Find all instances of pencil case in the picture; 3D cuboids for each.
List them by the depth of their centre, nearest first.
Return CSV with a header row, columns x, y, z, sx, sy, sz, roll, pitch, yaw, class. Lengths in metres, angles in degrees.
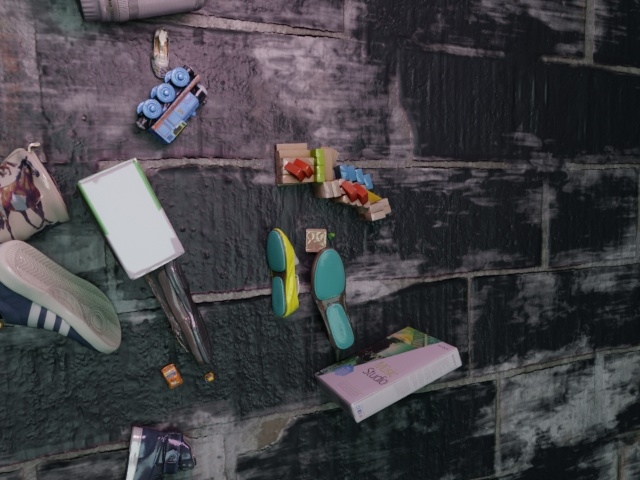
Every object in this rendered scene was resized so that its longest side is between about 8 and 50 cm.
x,y,z,sx,sy,sz,roll,pitch,yaw,class
-0.701,-0.033,0.993,0.410,0.160,0.184,-31,121,-17,pencil case

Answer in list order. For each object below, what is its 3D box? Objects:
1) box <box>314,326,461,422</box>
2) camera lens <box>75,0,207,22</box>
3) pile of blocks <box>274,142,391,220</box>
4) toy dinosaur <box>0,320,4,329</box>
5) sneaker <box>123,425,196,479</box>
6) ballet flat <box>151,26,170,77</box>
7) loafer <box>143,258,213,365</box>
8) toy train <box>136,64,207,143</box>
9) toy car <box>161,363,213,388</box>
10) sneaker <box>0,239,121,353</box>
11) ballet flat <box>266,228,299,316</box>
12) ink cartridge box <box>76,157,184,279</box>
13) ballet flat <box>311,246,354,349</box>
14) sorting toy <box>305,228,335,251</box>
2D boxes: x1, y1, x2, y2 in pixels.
x,y,z,sx,sy,sz,roll,pitch,yaw,class
0.172,0.339,1.355,0.322,0.232,0.059,-21,103,-21,box
-0.375,-0.575,1.053,0.274,0.219,0.219,-19,101,-21,camera lens
0.052,-0.159,1.327,0.362,0.112,0.149,21,86,-23,pile of blocks
-0.677,0.141,1.070,0.211,0.064,0.112,8,90,-24,toy dinosaur
-0.382,0.561,1.217,0.163,0.086,0.226,11,89,-21,sneaker
-0.363,-0.430,1.169,0.041,0.041,0.114,1,94,-23,ballet flat
-0.334,0.177,1.216,0.084,0.096,0.268,-19,95,0,loafer
-0.335,-0.311,1.173,0.105,0.080,0.184,43,75,-29,toy train
-0.320,0.325,1.249,0.122,0.040,0.060,-9,98,-22,toy car
-0.570,0.140,1.068,0.148,0.131,0.350,-24,132,9,sneaker
-0.089,0.080,1.317,0.077,0.077,0.231,-11,102,-43,ballet flat
-0.399,-0.046,1.057,0.117,0.278,0.201,-30,105,-21,ink cartridge box
0.020,0.150,1.348,0.095,0.096,0.281,-12,100,-17,ballet flat
0.000,0.000,1.372,0.083,0.012,0.062,0,89,-20,sorting toy
